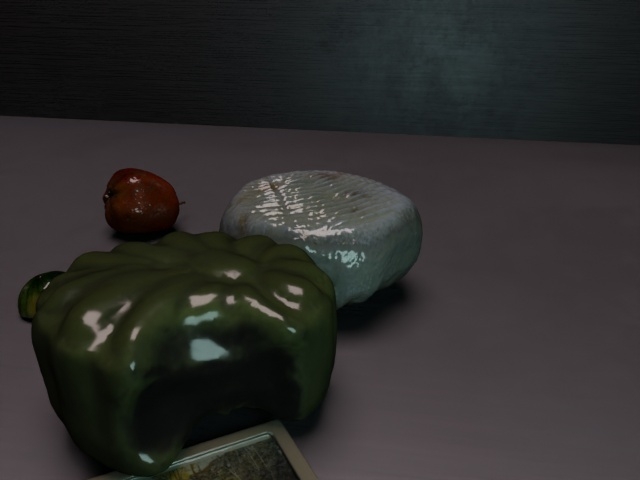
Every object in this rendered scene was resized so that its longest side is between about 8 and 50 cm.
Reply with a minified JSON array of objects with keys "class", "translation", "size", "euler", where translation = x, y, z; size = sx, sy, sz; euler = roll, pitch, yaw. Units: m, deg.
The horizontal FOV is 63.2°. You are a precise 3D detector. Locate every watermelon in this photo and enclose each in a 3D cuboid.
[{"class":"watermelon","translation":[-0.444,0.084,0.854],"size":[0.105,0.062,0.105],"euler":[-7,20,3]}]

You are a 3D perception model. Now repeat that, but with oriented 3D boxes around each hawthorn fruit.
[{"class":"hawthorn fruit","translation":[-0.387,-0.082,1.195],"size":[0.203,0.163,0.162],"euler":[8,14,-37]}]

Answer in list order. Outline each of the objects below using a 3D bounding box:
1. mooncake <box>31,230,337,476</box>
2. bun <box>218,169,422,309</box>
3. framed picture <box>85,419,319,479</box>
[{"class":"mooncake","translation":[-0.155,0.103,0.643],"size":[0.351,0.187,0.351],"euler":[-2,19,1]},{"class":"bun","translation":[-0.003,-0.002,0.924],"size":[0.354,0.194,0.354],"euler":[2,25,-1]},{"class":"framed picture","translation":[-0.135,0.277,0.448],"size":[0.324,0.020,0.240],"euler":[-9,23,-25]}]
